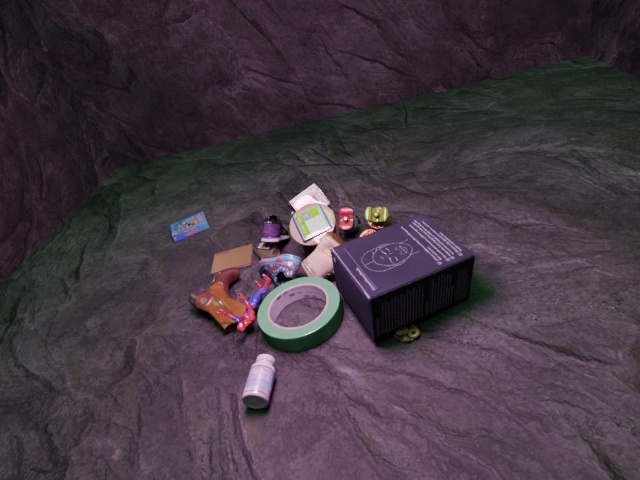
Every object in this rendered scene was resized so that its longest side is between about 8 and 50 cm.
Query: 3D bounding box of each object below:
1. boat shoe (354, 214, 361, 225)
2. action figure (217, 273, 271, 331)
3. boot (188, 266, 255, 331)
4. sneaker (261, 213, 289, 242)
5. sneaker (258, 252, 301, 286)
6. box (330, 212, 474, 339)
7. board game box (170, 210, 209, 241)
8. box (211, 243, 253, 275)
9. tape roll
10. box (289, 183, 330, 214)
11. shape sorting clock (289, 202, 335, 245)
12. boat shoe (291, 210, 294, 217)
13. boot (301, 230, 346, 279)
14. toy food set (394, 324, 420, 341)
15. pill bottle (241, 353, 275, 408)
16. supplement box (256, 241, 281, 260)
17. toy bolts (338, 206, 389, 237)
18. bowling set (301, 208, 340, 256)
[{"bbox_3d":[0.153,-0.113,2.037,0.049,0.042,0.133,-31,34,-15],"label":"boat shoe"},{"bbox_3d":[-0.297,0.232,1.616,0.091,0.139,0.280,-42,21,34],"label":"action figure"},{"bbox_3d":[-0.376,0.236,1.733,0.280,0.096,0.264,22,37,36],"label":"boot"},{"bbox_3d":[-0.209,-0.064,1.974,0.107,0.124,0.283,2,6,5],"label":"sneaker"},{"bbox_3d":[-0.190,0.135,1.748,0.262,0.104,0.125,-20,55,48],"label":"sneaker"},{"bbox_3d":[0.280,0.114,1.449,0.395,0.212,0.293,-20,39,-13],"label":"box"},{"bbox_3d":[-0.765,-0.083,2.402,0.210,0.047,0.160,-25,34,-10],"label":"board game box"},{"bbox_3d":[-0.432,0.093,2.022,0.201,0.021,0.164,-15,34,3],"label":"box"},{"bbox_3d":[-0.075,0.270,1.557,0.321,0.077,0.321,-12,34,8],"label":"tape roll"},{"bbox_3d":[-0.043,-0.146,1.963,0.149,0.232,0.127,-38,78,-5],"label":"box"},{"bbox_3d":[-0.035,-0.071,1.790,0.206,0.040,0.206,-5,63,10],"label":"shape sorting clock"},{"bbox_3d":[-0.087,-0.152,2.203,0.142,0.049,0.040,-22,53,-5],"label":"boat shoe"},{"bbox_3d":[0.065,0.118,1.679,0.203,0.262,0.095,-49,-3,19],"label":"boot"},{"bbox_3d":[0.287,0.309,1.386,0.083,0.020,0.083,-22,34,-7],"label":"toy food set"},{"bbox_3d":[-0.194,0.454,1.336,0.087,0.087,0.160,-8,34,14],"label":"pill bottle"},{"bbox_3d":[-0.244,0.052,1.938,0.083,0.083,0.056,5,40,30],"label":"supplement box"},{"bbox_3d":[0.195,-0.052,1.892,0.229,0.158,0.218,6,80,15],"label":"toy bolts"},{"bbox_3d":[0.000,0.000,1.840,0.200,0.154,0.287,-16,33,1],"label":"bowling set"}]
